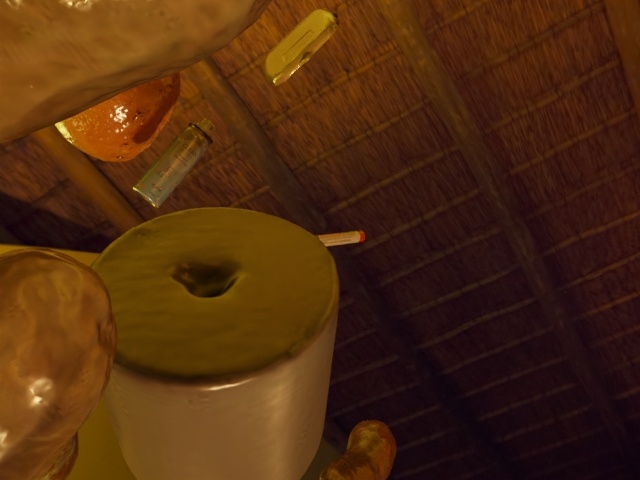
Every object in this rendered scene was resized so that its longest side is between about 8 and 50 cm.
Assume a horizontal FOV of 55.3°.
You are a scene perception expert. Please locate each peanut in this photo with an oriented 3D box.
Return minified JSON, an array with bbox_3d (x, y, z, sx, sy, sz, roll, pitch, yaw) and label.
[{"bbox_3d":[-0.222,0.100,0.416,0.129,0.129,0.224,42,-83,20],"label":"peanut"},{"bbox_3d":[-0.195,-0.168,0.410,0.387,0.192,0.169,-25,-88,2],"label":"peanut"}]

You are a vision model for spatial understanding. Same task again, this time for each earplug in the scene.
[{"bbox_3d":[-0.141,0.196,0.842,0.313,0.312,0.394,22,-49,22],"label":"earplug"}]

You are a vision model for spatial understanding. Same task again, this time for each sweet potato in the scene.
[{"bbox_3d":[0.066,0.381,1.021,0.097,0.292,0.097,1,-86,18],"label":"sweet potato"}]

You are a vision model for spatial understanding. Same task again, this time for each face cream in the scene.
[{"bbox_3d":[-0.325,-0.183,1.391,0.075,0.075,0.229,33,-101,21],"label":"face cream"}]

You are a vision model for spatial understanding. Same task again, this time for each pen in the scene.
[{"bbox_3d":[0.000,0.001,1.188,0.026,0.218,0.026,11,-76,52],"label":"pen"}]

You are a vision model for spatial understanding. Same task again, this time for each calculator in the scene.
[{"bbox_3d":[-0.035,-0.329,1.028,0.157,0.236,0.033,-40,-65,12],"label":"calculator"}]

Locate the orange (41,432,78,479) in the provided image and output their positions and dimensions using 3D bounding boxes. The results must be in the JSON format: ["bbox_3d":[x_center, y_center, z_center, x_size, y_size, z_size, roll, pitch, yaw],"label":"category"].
[{"bbox_3d":[-0.587,0.335,1.146,0.329,0.249,0.329,14,-75,62],"label":"orange"}]

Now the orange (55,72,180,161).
[{"bbox_3d":[-0.526,-0.375,1.548,0.293,0.340,0.340,34,-80,-11],"label":"orange"}]
